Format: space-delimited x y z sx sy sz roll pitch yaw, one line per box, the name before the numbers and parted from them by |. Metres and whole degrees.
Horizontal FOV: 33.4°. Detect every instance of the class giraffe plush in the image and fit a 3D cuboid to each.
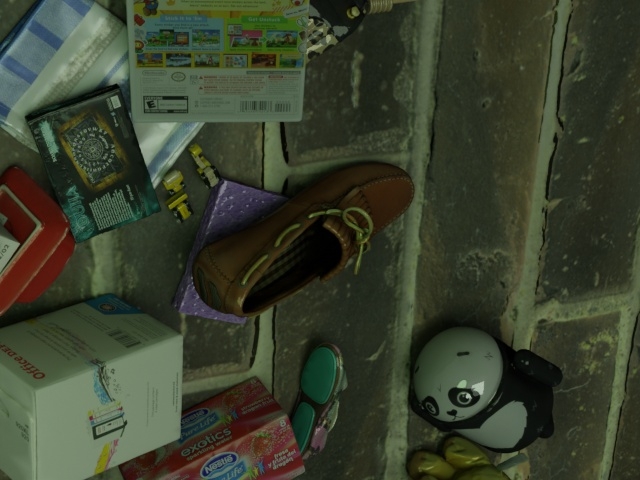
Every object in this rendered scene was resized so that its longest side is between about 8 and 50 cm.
giraffe plush | 0.265 0.466 1.899 0.210 0.181 0.171 -6 127 -6

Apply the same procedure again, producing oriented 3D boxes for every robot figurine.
robot figurine | 0.282 0.258 1.803 0.278 0.173 0.209 34 91 -35

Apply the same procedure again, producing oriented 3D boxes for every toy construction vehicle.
toy construction vehicle | -0.186 -0.082 1.487 0.086 0.035 0.098 -40 149 -10

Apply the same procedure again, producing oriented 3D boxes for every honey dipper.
honey dipper | 0.135 -0.354 1.547 0.160 0.030 0.031 -15 117 -24

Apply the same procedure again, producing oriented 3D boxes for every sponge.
sponge | -0.131 0.017 1.570 0.117 0.031 0.210 13 104 -32

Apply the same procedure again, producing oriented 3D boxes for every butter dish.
butter dish | -0.381 0.012 1.386 0.160 0.160 0.118 -52 147 2

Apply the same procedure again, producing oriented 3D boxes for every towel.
towel | -0.292 -0.182 1.399 0.285 0.034 0.209 38 91 -34

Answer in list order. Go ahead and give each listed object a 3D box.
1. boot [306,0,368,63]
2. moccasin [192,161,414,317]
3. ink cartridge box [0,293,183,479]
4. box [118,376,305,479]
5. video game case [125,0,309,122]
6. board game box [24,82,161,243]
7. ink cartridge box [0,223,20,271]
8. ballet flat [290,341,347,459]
boot | -0.027 -0.408 1.372 0.377 0.138 0.284 -40 123 -2
moccasin | 0.000 -0.003 1.530 0.380 0.147 0.139 -25 130 -36
ink cartridge box | -0.327 0.201 1.426 0.232 0.171 0.168 -17 121 -42
box | -0.170 0.335 1.631 0.256 0.128 0.123 -25 121 -16
video game case | -0.130 -0.245 1.356 0.226 0.026 0.206 -1 126 -8
board game box | -0.294 -0.099 1.394 0.126 0.026 0.186 -22 122 -13
ink cartridge box | -0.444 0.011 1.311 0.104 0.181 0.061 -55 148 4
ballet flat | 0.003 0.257 1.728 0.079 0.077 0.222 -6 120 -45
